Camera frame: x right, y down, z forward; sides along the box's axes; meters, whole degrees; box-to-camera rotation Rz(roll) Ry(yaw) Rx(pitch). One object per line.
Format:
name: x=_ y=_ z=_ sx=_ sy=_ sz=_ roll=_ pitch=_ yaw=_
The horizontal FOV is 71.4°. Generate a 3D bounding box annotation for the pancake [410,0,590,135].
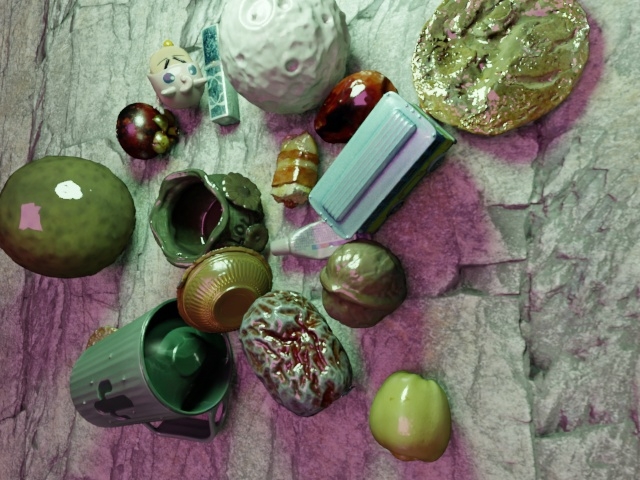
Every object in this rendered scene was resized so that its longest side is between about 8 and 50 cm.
pancake: x=0.392 y=-0.417 z=1.000 sx=0.386 sy=0.082 sz=0.388 roll=-3 pitch=81 yaw=20

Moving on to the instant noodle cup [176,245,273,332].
instant noodle cup: x=-0.233 y=0.153 z=1.168 sx=0.274 sy=0.273 sz=0.091 roll=-61 pitch=37 yaw=11

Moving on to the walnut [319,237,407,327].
walnut: x=0.098 y=0.101 z=1.045 sx=0.224 sy=0.224 sz=0.225 roll=-1 pitch=87 yaw=25

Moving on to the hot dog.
hot dog: x=-0.062 y=-0.190 z=1.206 sx=0.146 sy=0.103 sz=0.213 roll=12 pitch=83 yaw=46

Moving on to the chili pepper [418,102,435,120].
chili pepper: x=0.252 y=-0.274 z=1.086 sx=0.059 sy=0.050 sz=0.268 roll=9 pitch=89 yaw=52

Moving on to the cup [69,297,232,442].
cup: x=-0.468 y=0.405 z=1.259 sx=0.392 sy=0.310 sz=0.401 roll=-25 pitch=75 yaw=28

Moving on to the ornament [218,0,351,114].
ornament: x=-0.097 y=-0.494 z=1.117 sx=0.336 sy=0.337 sz=0.338 roll=-1 pitch=87 yaw=25

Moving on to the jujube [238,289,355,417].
jujube: x=-0.059 y=0.280 z=1.115 sx=0.226 sy=0.226 sz=0.317 roll=-48 pitch=70 yaw=16

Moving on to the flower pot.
flower pot: x=-0.301 y=-0.055 z=1.245 sx=0.301 sy=0.213 sz=0.302 roll=-1 pitch=87 yaw=26

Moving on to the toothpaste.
toothpaste: x=-0.001 y=-0.002 z=1.189 sx=0.282 sy=0.068 sz=0.099 roll=-10 pitch=113 yaw=15

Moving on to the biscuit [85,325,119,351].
biscuit: x=-0.734 y=0.403 z=1.528 sx=0.219 sy=0.033 sz=0.220 roll=-2 pitch=85 yaw=24

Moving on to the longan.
longan: x=-0.786 y=-0.071 z=1.394 sx=0.390 sy=0.391 sz=0.392 roll=-1 pitch=87 yaw=25

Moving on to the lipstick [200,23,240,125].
lipstick: x=-0.301 y=-0.493 z=1.342 sx=0.077 sy=0.076 sz=0.290 roll=-10 pitch=86 yaw=23

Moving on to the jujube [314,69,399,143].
jujube: x=0.085 y=-0.316 z=1.109 sx=0.236 sy=0.168 sz=0.168 roll=-21 pitch=78 yaw=42

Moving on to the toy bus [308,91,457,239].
toy bus: x=0.139 y=-0.160 z=1.018 sx=0.152 sy=0.190 sz=0.312 roll=48 pitch=117 yaw=18

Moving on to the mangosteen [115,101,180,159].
mangosteen: x=-0.544 y=-0.348 z=1.412 sx=0.199 sy=0.199 sz=0.200 roll=-1 pitch=87 yaw=25

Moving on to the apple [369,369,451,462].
apple: x=0.204 y=0.398 z=1.001 sx=0.199 sy=0.200 sz=0.200 roll=-1 pitch=87 yaw=25

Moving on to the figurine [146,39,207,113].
figurine: x=-0.454 y=-0.495 z=1.345 sx=0.176 sy=0.186 sz=0.287 roll=-28 pitch=29 yaw=-10
